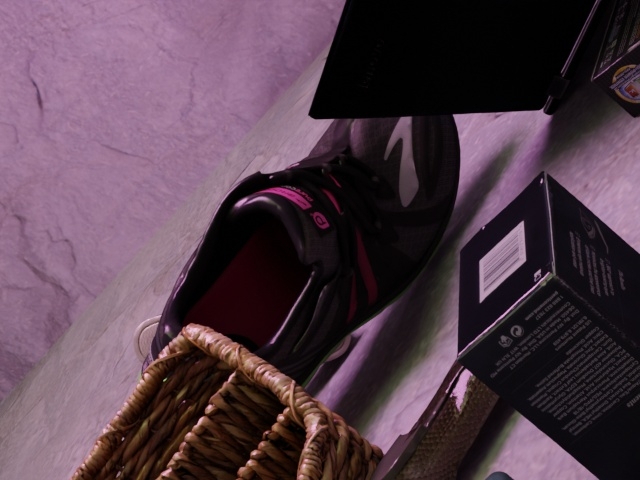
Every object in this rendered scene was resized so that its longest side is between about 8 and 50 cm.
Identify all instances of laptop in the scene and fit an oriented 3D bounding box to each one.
[{"bbox_3d":[0.200,-0.330,1.625,0.382,0.236,0.408,111,-177,-49],"label":"laptop"}]

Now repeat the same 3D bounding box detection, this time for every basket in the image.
[{"bbox_3d":[-0.095,0.250,1.366,0.299,0.223,0.213,-52,13,-8],"label":"basket"}]

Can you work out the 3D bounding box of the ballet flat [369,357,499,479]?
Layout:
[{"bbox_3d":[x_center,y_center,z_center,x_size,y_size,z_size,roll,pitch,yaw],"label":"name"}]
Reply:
[{"bbox_3d":[0.132,0.123,1.336,0.250,0.058,0.084,-51,3,-21],"label":"ballet flat"}]

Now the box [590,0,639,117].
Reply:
[{"bbox_3d":[0.369,-0.263,1.536,0.216,0.060,0.270,-39,19,42],"label":"box"}]

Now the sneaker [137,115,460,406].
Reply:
[{"bbox_3d":[0.000,0.000,1.646,0.483,0.185,0.202,-54,-13,-28],"label":"sneaker"}]

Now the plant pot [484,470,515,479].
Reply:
[{"bbox_3d":[0.102,0.236,0.899,0.165,0.165,0.234,-48,7,14],"label":"plant pot"}]

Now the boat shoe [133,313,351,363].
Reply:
[{"bbox_3d":[-0.087,0.110,1.777,0.079,0.233,0.084,177,90,-79],"label":"boat shoe"}]

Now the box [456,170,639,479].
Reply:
[{"bbox_3d":[0.177,0.062,1.099,0.093,0.158,0.156,-45,15,23],"label":"box"}]
